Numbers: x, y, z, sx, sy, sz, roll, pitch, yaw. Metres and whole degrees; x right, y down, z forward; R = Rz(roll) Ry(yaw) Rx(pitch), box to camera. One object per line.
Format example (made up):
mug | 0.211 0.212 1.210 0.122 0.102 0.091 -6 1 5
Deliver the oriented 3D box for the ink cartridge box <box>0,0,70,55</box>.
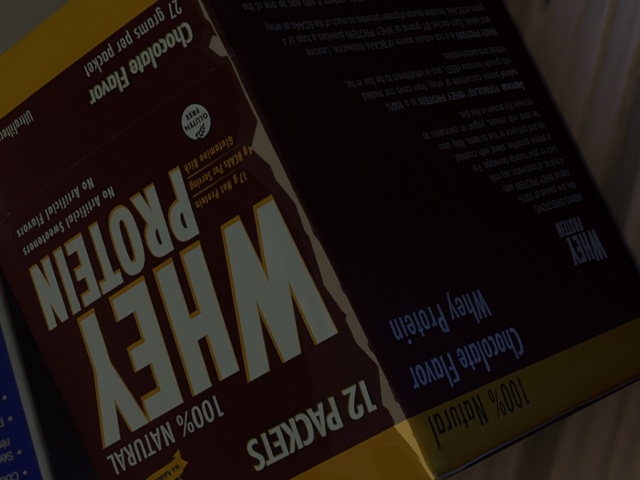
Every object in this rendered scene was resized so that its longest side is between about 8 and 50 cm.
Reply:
ink cartridge box | -0.114 -0.226 0.683 0.198 0.197 0.270 -31 67 33

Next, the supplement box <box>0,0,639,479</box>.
supplement box | 0.000 0.000 0.679 0.129 0.191 0.194 -31 81 33

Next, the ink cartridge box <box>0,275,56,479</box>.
ink cartridge box | -0.211 0.102 0.816 0.069 0.176 0.371 21 128 59
